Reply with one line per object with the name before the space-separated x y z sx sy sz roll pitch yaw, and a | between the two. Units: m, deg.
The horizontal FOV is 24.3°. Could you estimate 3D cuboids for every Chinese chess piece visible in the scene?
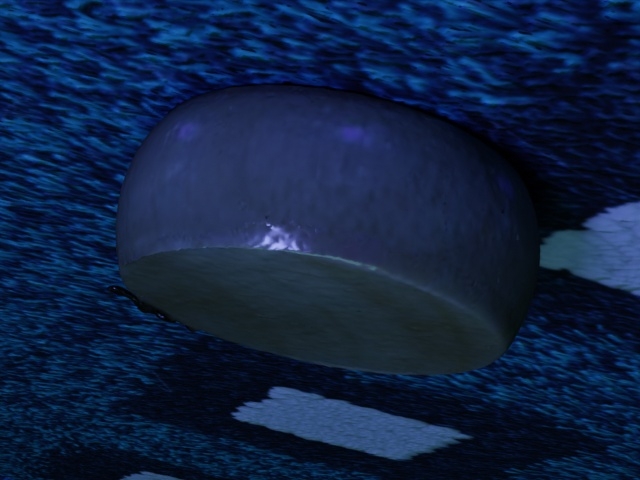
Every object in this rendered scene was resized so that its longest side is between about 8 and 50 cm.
Chinese chess piece | 0.000 0.000 0.804 0.238 0.092 0.238 9 162 3
